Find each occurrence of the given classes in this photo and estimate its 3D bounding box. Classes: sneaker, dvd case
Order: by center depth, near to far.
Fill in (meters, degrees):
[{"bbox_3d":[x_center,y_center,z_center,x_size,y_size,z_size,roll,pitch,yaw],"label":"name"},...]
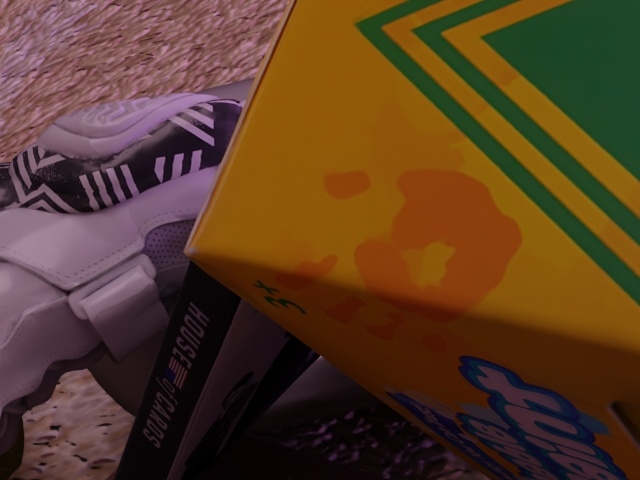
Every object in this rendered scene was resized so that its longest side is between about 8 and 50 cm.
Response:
[{"bbox_3d":[0.001,0.004,0.657,0.029,0.238,0.179,40,56,11],"label":"dvd case"},{"bbox_3d":[-0.138,0.058,0.778,0.366,0.210,0.137,-9,-9,-4],"label":"sneaker"}]

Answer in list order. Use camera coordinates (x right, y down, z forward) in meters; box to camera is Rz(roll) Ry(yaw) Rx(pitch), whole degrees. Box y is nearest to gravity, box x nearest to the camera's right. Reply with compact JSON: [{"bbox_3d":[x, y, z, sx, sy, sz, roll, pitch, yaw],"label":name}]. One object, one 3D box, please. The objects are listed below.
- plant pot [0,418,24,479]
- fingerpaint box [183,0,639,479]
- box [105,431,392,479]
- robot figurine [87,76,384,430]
[{"bbox_3d":[-0.312,0.079,0.964,0.276,0.276,0.254,-35,50,-22],"label":"plant pot"},{"bbox_3d":[0.237,0.059,0.537,0.371,0.445,0.163,12,73,36],"label":"fingerpaint box"},{"bbox_3d":[0.024,0.208,0.634,0.381,0.143,0.191,13,46,45],"label":"box"},{"bbox_3d":[0.000,0.000,0.947,0.354,0.199,0.300,-13,26,8],"label":"robot figurine"}]
